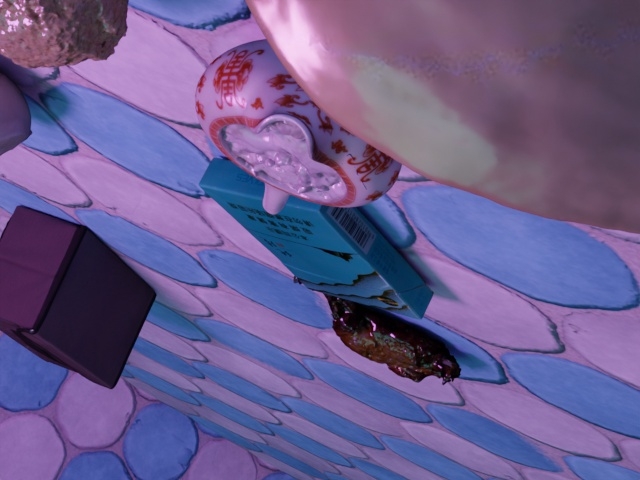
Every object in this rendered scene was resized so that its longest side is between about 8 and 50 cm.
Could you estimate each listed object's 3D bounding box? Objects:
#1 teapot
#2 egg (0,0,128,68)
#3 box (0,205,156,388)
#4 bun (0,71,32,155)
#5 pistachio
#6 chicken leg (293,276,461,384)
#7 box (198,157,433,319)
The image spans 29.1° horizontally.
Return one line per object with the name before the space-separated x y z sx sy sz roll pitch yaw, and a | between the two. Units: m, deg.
teapot | -0.015 -0.080 0.914 0.159 0.116 0.245 13 160 4
egg | -0.194 -0.178 0.873 0.118 0.116 0.140 57 161 0
box | -0.398 0.091 1.917 0.153 0.188 0.252 15 163 28
bun | -0.394 -0.132 1.289 0.120 0.172 0.173 66 157 -4
pistachio | 0.107 -0.093 0.542 0.299 0.188 0.187 24 164 -6
chicken leg | 0.061 0.102 1.465 0.253 0.051 0.106 34 156 -22
box | 0.000 0.000 1.253 0.161 0.042 0.226 15 160 38
